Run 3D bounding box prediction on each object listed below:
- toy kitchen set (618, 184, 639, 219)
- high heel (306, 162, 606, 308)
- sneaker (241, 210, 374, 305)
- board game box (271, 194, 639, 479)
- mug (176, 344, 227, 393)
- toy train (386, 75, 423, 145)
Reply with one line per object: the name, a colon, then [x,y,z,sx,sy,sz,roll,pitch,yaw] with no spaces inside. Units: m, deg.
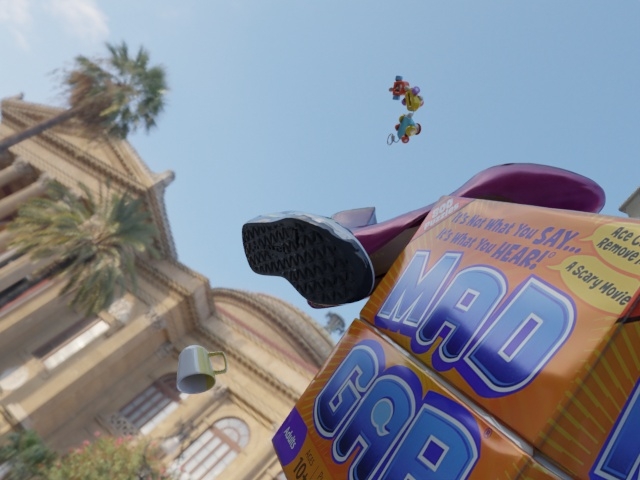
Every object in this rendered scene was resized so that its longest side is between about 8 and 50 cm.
toy kitchen set: [0.616,-0.004,0.983,0.207,0.166,0.122,19,-44,-16]
high heel: [0.165,0.012,0.774,0.377,0.181,0.127,-13,-60,21]
sneaker: [0.000,0.000,0.632,0.234,0.097,0.084,19,-61,58]
board game box: [0.222,0.209,0.601,0.356,0.356,0.356,36,-3,-17]
mug: [-0.198,0.207,1.005,0.062,0.078,0.064,-56,-145,34]
toy train: [0.203,-0.306,1.452,0.125,0.046,0.167,-167,-99,-66]
